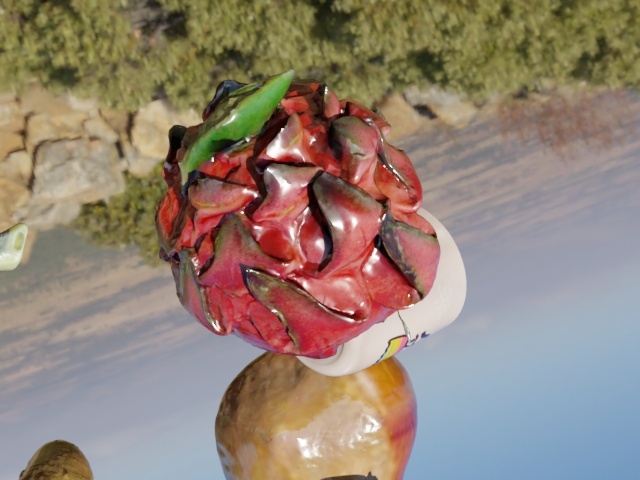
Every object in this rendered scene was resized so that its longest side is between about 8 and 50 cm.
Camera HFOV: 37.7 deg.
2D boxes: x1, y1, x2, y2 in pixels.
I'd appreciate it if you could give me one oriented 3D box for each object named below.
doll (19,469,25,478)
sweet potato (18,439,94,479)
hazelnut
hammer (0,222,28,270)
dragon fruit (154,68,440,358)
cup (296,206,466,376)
[{"bbox_3d":[-0.490,0.492,1.562,0.097,0.209,0.137,9,115,-34],"label":"doll"},{"bbox_3d":[-0.296,0.345,0.971,0.109,0.109,0.385,-20,-147,8],"label":"sweet potato"},{"bbox_3d":[0.002,0.312,1.508,0.372,0.315,0.372,-48,164,-19],"label":"hazelnut"},{"bbox_3d":[-0.452,-0.012,1.065,0.226,0.159,0.041,19,149,-30],"label":"hammer"},{"bbox_3d":[0.001,0.001,0.741,0.234,0.234,0.293,-24,131,35],"label":"dragon fruit"},{"bbox_3d":[0.041,0.082,1.254,0.200,0.191,0.253,-25,166,-38],"label":"cup"}]
